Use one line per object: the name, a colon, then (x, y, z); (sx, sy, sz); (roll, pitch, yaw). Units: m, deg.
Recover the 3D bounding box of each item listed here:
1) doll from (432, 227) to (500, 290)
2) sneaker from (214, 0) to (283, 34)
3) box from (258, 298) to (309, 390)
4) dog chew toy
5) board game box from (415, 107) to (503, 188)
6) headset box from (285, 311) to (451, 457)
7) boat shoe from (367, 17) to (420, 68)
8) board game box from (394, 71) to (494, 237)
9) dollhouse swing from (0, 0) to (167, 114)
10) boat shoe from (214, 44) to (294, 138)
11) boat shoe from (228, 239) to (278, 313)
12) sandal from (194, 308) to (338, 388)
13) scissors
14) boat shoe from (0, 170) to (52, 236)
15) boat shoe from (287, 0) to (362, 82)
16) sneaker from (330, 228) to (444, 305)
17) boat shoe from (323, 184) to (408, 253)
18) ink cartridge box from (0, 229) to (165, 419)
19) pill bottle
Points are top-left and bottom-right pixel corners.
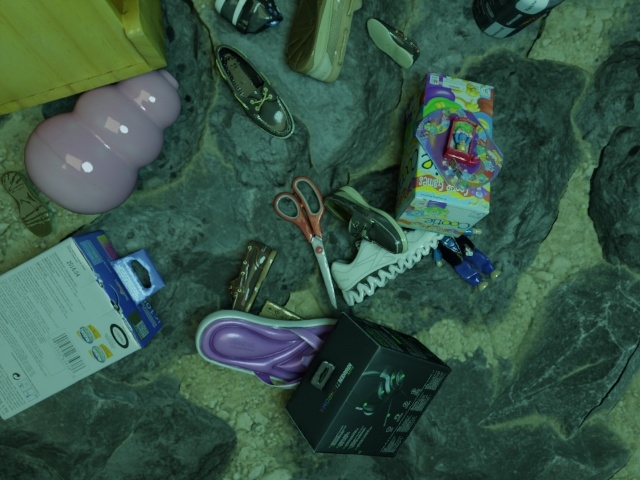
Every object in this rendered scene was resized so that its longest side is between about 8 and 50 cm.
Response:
doll: (0.322, 0.023, 1.032); (0.189, 0.046, 0.129); (43, 104, -1)
sneaker: (-0.105, -0.522, 0.930); (0.121, 0.079, 0.217); (41, 103, -10)
box: (-0.077, 0.255, 1.061); (0.201, 0.021, 0.165); (29, 96, -6)
dog chew toy: (-0.414, -0.211, 0.903); (0.206, 0.206, 0.332); (44, 86, -7)
board game box: (0.259, -0.177, 0.811); (0.133, 0.033, 0.169); (-25, 77, -15)
headset box: (0.099, 0.312, 0.953); (0.283, 0.131, 0.246); (25, 98, -39)
boat shoe: (0.155, -0.428, 0.967); (0.133, 0.049, 0.042); (43, 66, 0)
board game box: (0.245, -0.167, 0.900); (0.144, 0.142, 0.276); (11, 71, -4)
dollhouse swing: (-0.489, -0.413, 0.747); (0.346, 0.305, 0.315); (-16, 61, 1)
boat shoe: (-0.141, -0.311, 0.956); (0.081, 0.069, 0.228); (-40, 97, 4)
boat shoe: (-0.168, 0.101, 1.013); (0.073, 0.073, 0.207); (23, 89, -3)
sandal: (-0.062, 0.255, 0.977); (0.416, 0.102, 0.170); (9, 103, -16)
scissors: (0.000, 0.000, 1.003); (0.109, 0.021, 0.297); (-31, 86, 2)
boat shoe: (-0.636, -0.080, 0.986); (0.056, 0.048, 0.153); (-31, 105, -10)
boat shoe: (0.024, -0.504, 0.925); (0.110, 0.121, 0.341); (7, 103, -41)
sneaker: (0.150, 0.023, 0.991); (0.292, 0.110, 0.118); (-36, 82, 11)
boat shoe: (0.088, -0.036, 0.941); (0.073, 0.223, 0.080); (-26, 139, -22)
ink cartridge box: (-0.538, 0.158, 0.964); (0.395, 0.151, 0.270); (-28, 99, 3)
pill bottle: (0.398, -0.490, 0.863); (0.130, 0.246, 0.131); (0, 98, -2)
